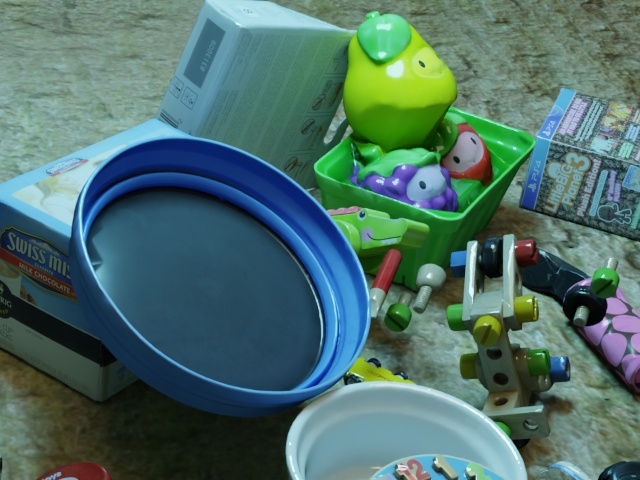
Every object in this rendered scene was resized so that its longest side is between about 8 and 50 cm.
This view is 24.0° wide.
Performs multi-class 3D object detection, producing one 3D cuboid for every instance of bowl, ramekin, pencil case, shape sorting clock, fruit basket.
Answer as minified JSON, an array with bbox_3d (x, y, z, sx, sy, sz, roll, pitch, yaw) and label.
[{"bbox_3d":[-0.125,0.044,1.835,0.391,0.077,0.391,20,43,-20],"label":"bowl"},{"bbox_3d":[0.089,0.301,1.734,0.277,0.135,0.277,7,34,-5],"label":"ramekin"},{"bbox_3d":[0.441,0.133,2.185,0.098,0.095,0.209,-34,42,-2],"label":"pencil case"},{"bbox_3d":[0.140,0.302,1.590,0.206,0.040,0.206,6,35,-5],"label":"shape sorting clock"},{"bbox_3d":[0.156,-0.160,2.332,0.283,0.392,0.392,21,32,19],"label":"fruit basket"}]

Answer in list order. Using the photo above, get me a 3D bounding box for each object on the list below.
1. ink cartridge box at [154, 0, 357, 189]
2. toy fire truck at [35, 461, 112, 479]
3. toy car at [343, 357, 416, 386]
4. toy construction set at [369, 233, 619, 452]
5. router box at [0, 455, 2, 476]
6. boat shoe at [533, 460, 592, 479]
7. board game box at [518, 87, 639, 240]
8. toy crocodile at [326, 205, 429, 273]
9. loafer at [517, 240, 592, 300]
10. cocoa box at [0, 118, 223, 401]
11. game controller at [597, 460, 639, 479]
[{"bbox_3d":[-0.084,-0.216,2.333,0.091,0.308,0.385,39,27,27],"label":"ink cartridge box"},{"bbox_3d":[-0.319,0.371,1.522,0.254,0.169,0.302,-12,27,12],"label":"toy fire truck"},{"bbox_3d":[-0.013,0.170,2.028,0.225,0.053,0.239,-6,33,-24],"label":"toy car"},{"bbox_3d":[0.199,0.141,1.963,0.309,0.257,0.237,17,40,10],"label":"toy construction set"},{"bbox_3d":[-0.430,0.284,1.726,0.123,0.038,0.092,5,30,-7],"label":"router box"},{"bbox_3d":[0.331,0.338,1.837,0.066,0.066,0.183,-20,31,-33],"label":"boat shoe"},{"bbox_3d":[0.517,-0.125,2.594,0.291,0.141,0.232,17,31,13],"label":"board game box"},{"bbox_3d":[0.000,0.000,2.166,0.341,0.105,0.115,-10,-13,39],"label":"toy crocodile"},{"bbox_3d":[0.360,0.053,2.341,0.170,0.062,0.061,34,16,31],"label":"loafer"},{"bbox_3d":[-0.262,0.014,2.046,0.231,0.228,0.347,26,34,26],"label":"cocoa box"},{"bbox_3d":[0.472,0.347,1.782,0.319,0.067,0.166,10,56,-26],"label":"game controller"}]
